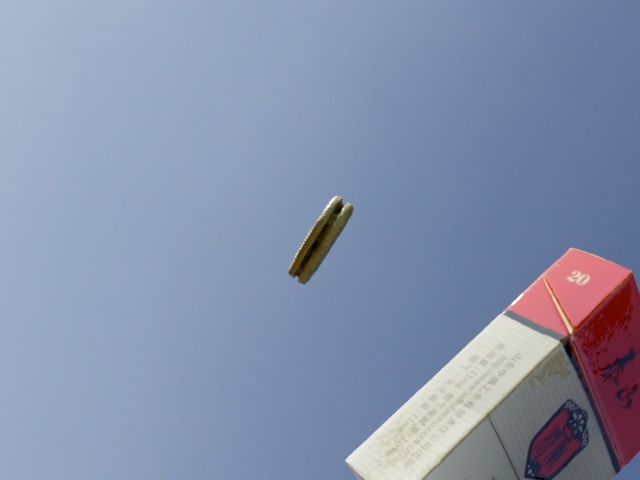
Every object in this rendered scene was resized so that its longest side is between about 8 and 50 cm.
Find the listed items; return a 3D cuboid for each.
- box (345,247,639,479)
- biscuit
[{"bbox_3d":[0.094,0.090,0.511,0.048,0.152,0.100,33,-23,49],"label":"box"},{"bbox_3d":[0.000,0.000,0.960,0.023,0.084,0.084,33,-42,2],"label":"biscuit"}]
